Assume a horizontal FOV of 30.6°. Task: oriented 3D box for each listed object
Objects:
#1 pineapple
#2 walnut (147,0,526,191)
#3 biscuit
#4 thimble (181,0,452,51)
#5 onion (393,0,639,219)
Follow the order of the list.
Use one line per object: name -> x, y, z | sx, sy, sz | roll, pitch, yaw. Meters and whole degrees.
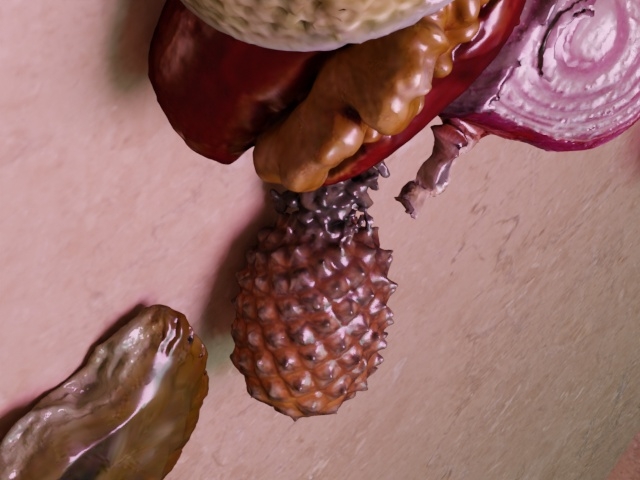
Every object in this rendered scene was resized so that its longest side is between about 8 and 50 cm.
pineapple -> 0.000, 0.000, 1.128 | 0.175, 0.175, 0.361 | -26, 134, -40
walnut -> 0.017, -0.148, 0.843 | 0.221, 0.244, 0.269 | 19, 119, -40
biscuit -> -0.223, 0.204, 1.113 | 0.329, 0.078, 0.335 | -9, 133, -58
thimble -> -0.005, -0.257, 0.682 | 0.271, 0.271, 0.150 | -48, 153, -6
onion -> 0.167, -0.190, 1.018 | 0.272, 0.256, 0.230 | -43, 152, 26
